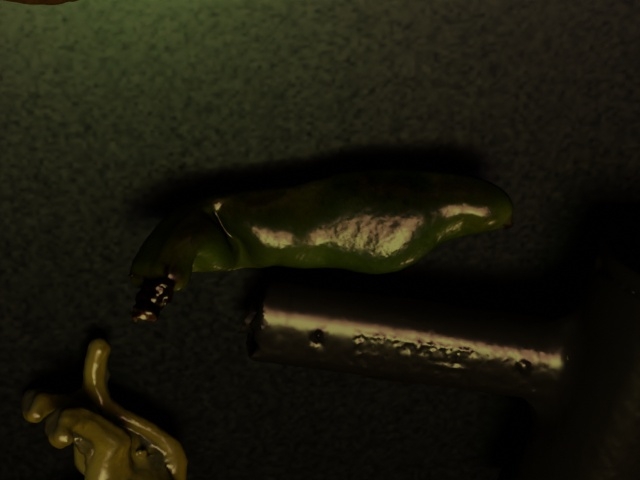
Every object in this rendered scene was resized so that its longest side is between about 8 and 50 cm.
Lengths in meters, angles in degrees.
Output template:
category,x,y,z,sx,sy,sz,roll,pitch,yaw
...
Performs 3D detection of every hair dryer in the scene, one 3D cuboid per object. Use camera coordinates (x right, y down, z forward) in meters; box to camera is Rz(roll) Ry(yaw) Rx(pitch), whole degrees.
category,x,y,z,sx,sy,sz,roll,pitch,yaw
hair dryer,0.081,0.063,0.784,0.251,0.089,0.197,12,121,-7

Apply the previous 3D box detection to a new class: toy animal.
category,x,y,z,sx,sy,sz,roll,pitch,yaw
toy animal,-0.127,0.150,0.804,0.136,0.073,0.181,34,98,-35

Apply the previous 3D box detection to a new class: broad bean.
category,x,y,z,sx,sy,sz,roll,pitch,yaw
broad bean,-0.005,-0.005,0.730,0.195,0.061,0.046,-15,146,-14

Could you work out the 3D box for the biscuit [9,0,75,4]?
category,x,y,z,sx,sy,sz,roll,pitch,yaw
biscuit,-0.241,-0.117,0.592,0.319,0.047,0.183,-11,151,-8
